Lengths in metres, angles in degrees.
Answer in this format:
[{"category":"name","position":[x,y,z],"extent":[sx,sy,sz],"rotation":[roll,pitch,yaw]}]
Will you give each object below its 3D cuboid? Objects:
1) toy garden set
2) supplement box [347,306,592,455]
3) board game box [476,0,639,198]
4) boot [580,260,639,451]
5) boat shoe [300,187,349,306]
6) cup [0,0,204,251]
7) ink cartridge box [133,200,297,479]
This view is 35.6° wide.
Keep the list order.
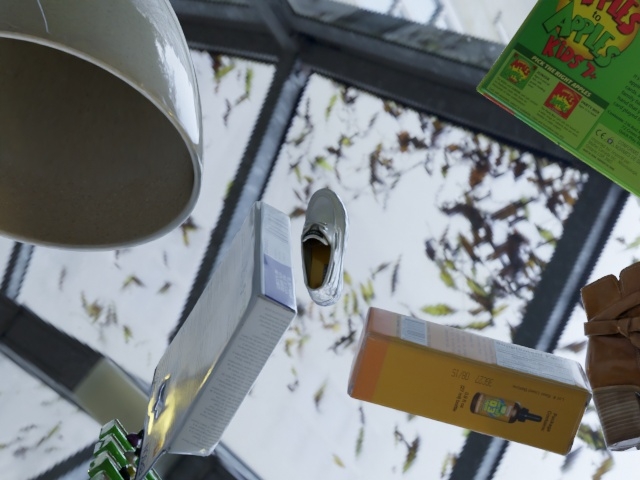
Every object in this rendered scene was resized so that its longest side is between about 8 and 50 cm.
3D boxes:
[{"category":"toy garden set","position":[-0.141,0.274,0.958],"extent":[0.049,0.204,0.244],"rotation":[-35,-172,-6]},{"category":"supplement box","position":[0.150,0.142,1.016],"extent":[0.233,0.078,0.080],"rotation":[16,-160,2]},{"category":"board game box","position":[0.185,-0.069,0.529],"extent":[0.092,0.181,0.043],"rotation":[-56,177,16]},{"category":"boot","position":[0.451,0.120,1.198],"extent":[0.283,0.109,0.220],"rotation":[-24,-123,37]},{"category":"boat shoe","position":[0.000,0.000,0.775],"extent":[0.035,0.035,0.100],"rotation":[-5,-116,19]},{"category":"cup","position":[-0.267,-0.177,1.030],"extent":[0.331,0.331,0.237],"rotation":[-12,-128,26]},{"category":"ink cartridge box","position":[-0.096,0.098,0.942],"extent":[0.224,0.045,0.223],"rotation":[-57,-164,19]}]
